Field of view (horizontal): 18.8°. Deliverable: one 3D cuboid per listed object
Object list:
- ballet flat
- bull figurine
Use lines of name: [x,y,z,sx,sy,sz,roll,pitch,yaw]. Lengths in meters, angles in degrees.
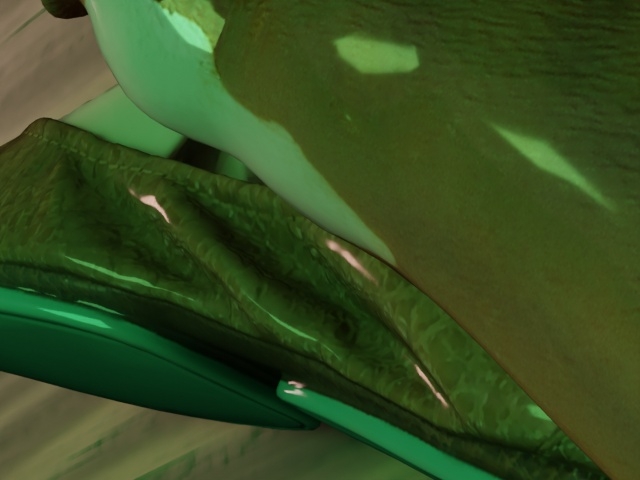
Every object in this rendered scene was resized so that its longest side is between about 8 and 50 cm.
ballet flat: [0.000,0.000,0.532,0.342,0.116,0.124,11,75,46]
bull figurine: [0.065,-0.040,0.386,0.188,0.101,0.310,-33,59,-15]
